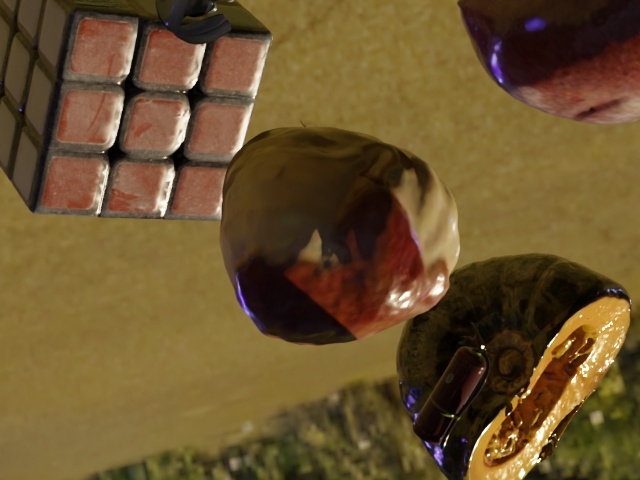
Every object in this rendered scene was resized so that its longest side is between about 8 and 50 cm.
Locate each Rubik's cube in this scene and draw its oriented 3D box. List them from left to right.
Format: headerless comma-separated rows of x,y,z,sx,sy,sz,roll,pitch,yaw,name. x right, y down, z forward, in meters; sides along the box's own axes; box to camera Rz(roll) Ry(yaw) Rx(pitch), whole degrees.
-0.287,-0.224,2.173,0.305,0.301,0.303,3,117,-32,Rubik's cube

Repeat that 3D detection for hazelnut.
0.000,0.000,1.580,0.261,0.261,0.241,-6,127,-31,hazelnut

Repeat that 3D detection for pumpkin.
0.228,0.148,1.979,0.325,0.232,0.242,-49,140,-4,pumpkin

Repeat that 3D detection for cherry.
0.303,-0.242,1.711,0.307,0.221,0.261,0,157,-10,cherry

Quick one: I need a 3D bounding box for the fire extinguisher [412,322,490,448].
0.142,0.154,1.631,0.039,0.056,0.132,6,122,-43,fire extinguisher

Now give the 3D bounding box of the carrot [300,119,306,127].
0.071,-0.094,2.550,0.298,0.078,0.078,40,143,-16,carrot

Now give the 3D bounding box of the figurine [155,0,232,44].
-0.155,-0.281,1.900,0.086,0.082,0.094,2,169,-34,figurine
